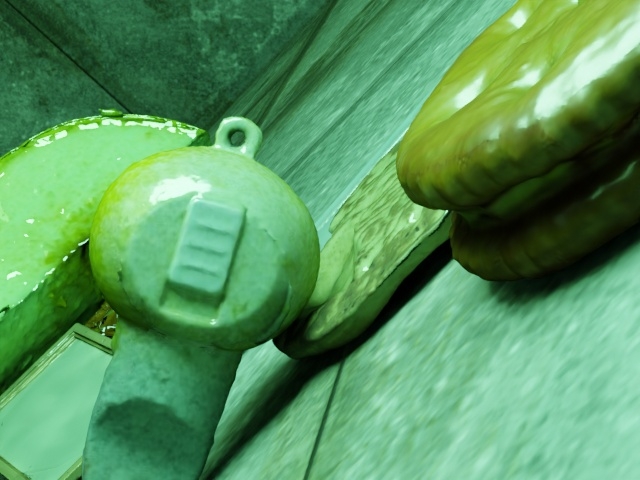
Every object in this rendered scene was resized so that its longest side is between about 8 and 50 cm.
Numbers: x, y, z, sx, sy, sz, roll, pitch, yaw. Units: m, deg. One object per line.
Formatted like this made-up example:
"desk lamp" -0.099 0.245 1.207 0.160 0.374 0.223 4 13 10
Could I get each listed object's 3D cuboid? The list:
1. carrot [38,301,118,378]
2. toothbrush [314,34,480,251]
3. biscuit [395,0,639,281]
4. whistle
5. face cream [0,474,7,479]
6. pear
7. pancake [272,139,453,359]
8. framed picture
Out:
"carrot" -0.165 0.071 1.309 0.229 0.069 0.069 -51 9 -29
"toothbrush" 0.000 0.000 0.970 0.342 0.025 0.030 -48 7 2
"biscuit" 0.122 -0.078 0.600 0.220 0.066 0.220 -43 11 11
"whistle" -0.071 0.043 0.789 0.123 0.123 0.223 -126 52 -81
"face cream" -0.285 0.229 1.181 0.144 0.071 0.291 -37 12 23
"pear" -0.229 0.028 1.368 0.288 0.139 0.239 -46 -29 -29
"pancake" 0.052 -0.026 0.816 0.212 0.029 0.235 -37 14 48
"framed picture" -0.197 0.129 1.160 0.136 0.010 0.201 -45 26 -17
